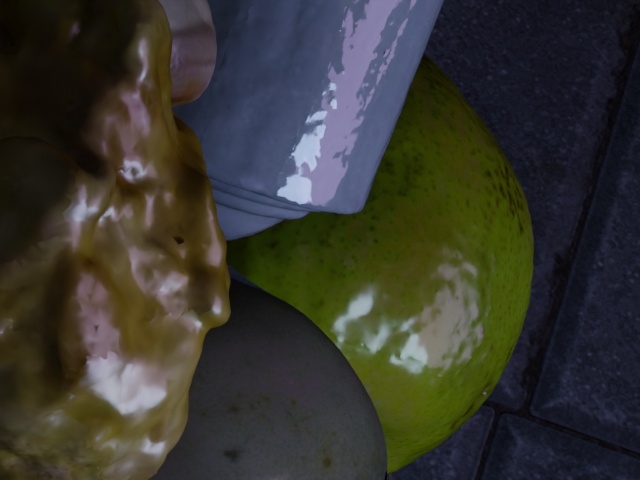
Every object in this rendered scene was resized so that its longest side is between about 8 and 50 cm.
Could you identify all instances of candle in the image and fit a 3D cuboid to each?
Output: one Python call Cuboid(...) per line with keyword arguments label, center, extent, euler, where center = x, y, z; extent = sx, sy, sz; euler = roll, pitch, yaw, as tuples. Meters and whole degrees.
Cuboid(label="candle", center=(-0.038, -0.141, 1.229), extent=(0.221, 0.221, 0.342), euler=(-50, 163, -81))

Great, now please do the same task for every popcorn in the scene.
Cuboid(label="popcorn", center=(-0.130, 0.013, 0.807), extent=(0.191, 0.190, 0.253), euler=(-58, 173, -42))

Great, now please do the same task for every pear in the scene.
Cuboid(label="pear", center=(0.000, 0.000, 1.542), extent=(0.391, 0.391, 0.391), euler=(19, 90, -87))

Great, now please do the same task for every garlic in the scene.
Cuboid(label="garlic", center=(-0.113, -0.113, 1.016), extent=(0.207, 0.115, 0.128), euler=(107, -4, -81))

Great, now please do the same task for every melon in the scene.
Cuboid(label="melon", center=(-0.102, 0.145, 1.154), extent=(0.330, 0.268, 0.268), euler=(-6, 119, -52))
